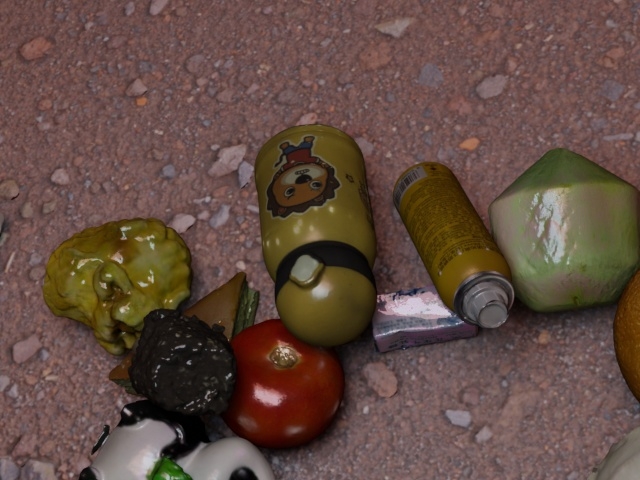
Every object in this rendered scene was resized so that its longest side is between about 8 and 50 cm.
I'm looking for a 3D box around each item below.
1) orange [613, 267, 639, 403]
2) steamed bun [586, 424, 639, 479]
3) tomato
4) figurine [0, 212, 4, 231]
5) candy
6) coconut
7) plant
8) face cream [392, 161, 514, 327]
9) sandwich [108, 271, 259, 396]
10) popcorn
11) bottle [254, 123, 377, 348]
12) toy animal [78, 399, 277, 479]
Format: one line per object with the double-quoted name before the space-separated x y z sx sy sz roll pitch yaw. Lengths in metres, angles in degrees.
"orange" 0.516 0.137 1.732 0.264 0.264 0.264 -5 64 10
"steamed bun" 0.502 0.373 1.590 0.375 0.241 0.374 2 94 25
"tomato" -0.058 0.207 1.867 0.195 0.136 0.195 3 46 -3
"figurine" -0.596 0.043 2.088 0.155 0.127 0.235 -3 58 22
"candy" 0.148 0.110 1.901 0.160 0.092 0.073 -10 67 4
"coconut" 0.344 -0.016 1.856 0.236 0.205 0.235 -3 85 36
"plant" -0.190 0.168 1.784 0.203 0.131 0.142 34 108 64
"face cream" 0.191 0.011 1.845 0.105 0.105 0.348 -23 32 1
"sandwich" -0.182 0.161 1.948 0.258 0.094 0.096 -38 61 -8
"popcorn" -0.306 0.071 1.989 0.226 0.200 0.203 -12 88 -28
"bottle" 0.000 0.000 1.884 0.172 0.171 0.351 -15 42 5
"toy animal" -0.185 0.346 1.791 0.267 0.212 0.212 26 72 23
